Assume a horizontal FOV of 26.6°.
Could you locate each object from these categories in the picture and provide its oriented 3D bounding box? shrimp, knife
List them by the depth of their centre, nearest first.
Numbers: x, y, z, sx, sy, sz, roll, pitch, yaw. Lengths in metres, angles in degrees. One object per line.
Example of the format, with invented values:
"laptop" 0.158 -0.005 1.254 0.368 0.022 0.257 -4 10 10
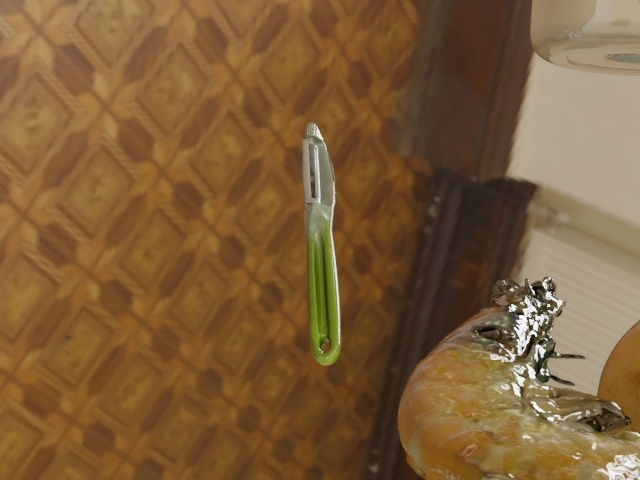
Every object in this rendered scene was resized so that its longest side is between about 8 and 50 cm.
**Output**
"knife" 0.000 0.000 0.872 0.026 0.022 0.184 45 33 -47
"shrimp" 0.213 0.117 1.146 0.445 0.272 0.085 -57 152 -69

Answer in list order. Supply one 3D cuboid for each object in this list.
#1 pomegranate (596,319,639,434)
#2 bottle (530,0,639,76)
"pomegranate" 0.405 0.174 1.374 0.264 0.264 0.264 -36 140 -37
"bottle" 0.231 -0.244 0.972 0.147 0.147 0.237 6 88 -57
